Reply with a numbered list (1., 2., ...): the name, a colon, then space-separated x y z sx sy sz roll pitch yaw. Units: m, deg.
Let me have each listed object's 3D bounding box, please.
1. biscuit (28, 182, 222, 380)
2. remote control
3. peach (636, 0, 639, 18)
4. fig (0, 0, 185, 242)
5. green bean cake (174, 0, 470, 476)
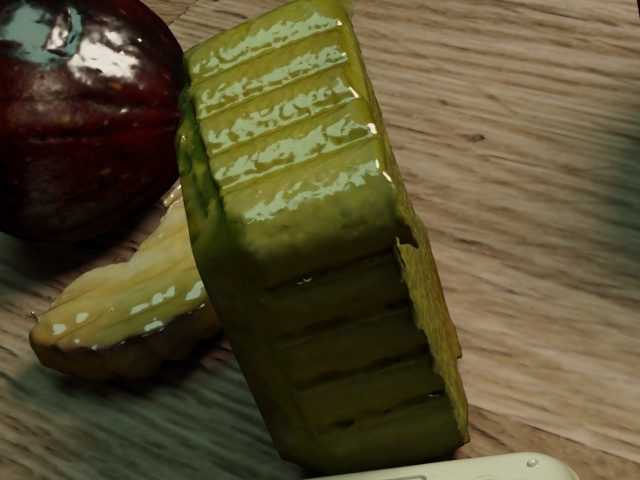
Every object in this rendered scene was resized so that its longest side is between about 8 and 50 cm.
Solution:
1. biscuit: -0.104 0.040 1.330 0.183 0.061 0.118 -38 42 -20
2. remote control: 0.043 0.163 1.120 0.221 0.042 0.078 -10 37 14
3. peach: 0.356 -0.170 1.179 0.343 0.301 0.342 -12 39 10
4. fig: -0.152 -0.095 1.403 0.250 0.203 0.186 2 24 23
5. green bean cake: 0.000 0.000 1.184 0.124 0.236 0.233 -17 39 5
